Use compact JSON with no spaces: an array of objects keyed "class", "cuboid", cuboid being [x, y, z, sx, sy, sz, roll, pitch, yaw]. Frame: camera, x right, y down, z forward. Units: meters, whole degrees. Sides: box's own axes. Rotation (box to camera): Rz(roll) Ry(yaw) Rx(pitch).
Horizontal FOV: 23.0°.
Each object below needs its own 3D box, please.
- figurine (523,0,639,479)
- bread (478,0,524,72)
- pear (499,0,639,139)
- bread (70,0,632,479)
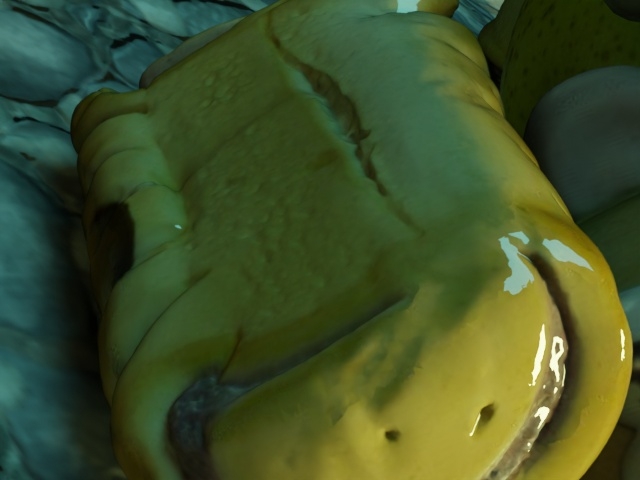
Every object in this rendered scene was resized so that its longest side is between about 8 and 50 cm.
[{"class":"figurine","cuboid":[0.178,0.025,0.452,0.167,0.285,0.342,45,32,-54]},{"class":"bread","cuboid":[0.160,-0.113,0.935,0.125,0.086,0.156,12,28,-29]},{"class":"pear","cuboid":[0.214,-0.054,0.662,0.294,0.294,0.294,29,23,-14]},{"class":"bread","cuboid":[0.000,0.000,0.448,0.081,0.134,0.225,60,7,-34]}]
